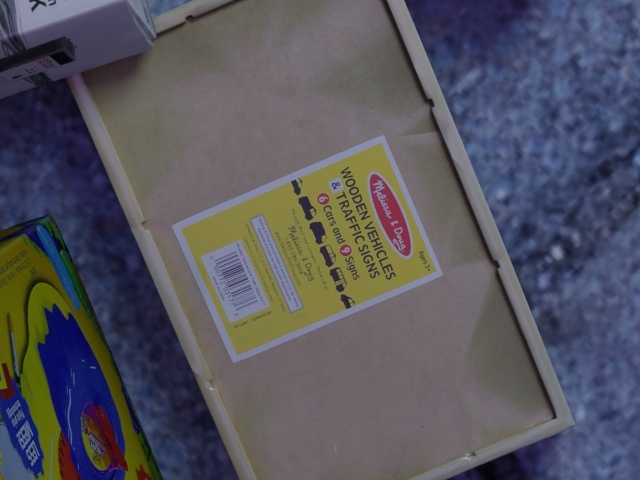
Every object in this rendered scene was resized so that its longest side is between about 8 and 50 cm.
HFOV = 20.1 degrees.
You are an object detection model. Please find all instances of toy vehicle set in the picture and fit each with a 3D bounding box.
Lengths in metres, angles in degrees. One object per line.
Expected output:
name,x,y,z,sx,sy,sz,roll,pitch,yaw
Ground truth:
toy vehicle set,0.000,0.000,0.891,0.166,0.035,0.267,-22,97,4

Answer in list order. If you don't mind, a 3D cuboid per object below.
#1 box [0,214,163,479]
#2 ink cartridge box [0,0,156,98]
box,-0.166,0.161,0.787,0.177,0.290,0.279,-21,97,3
ink cartridge box,-0.157,-0.122,0.848,0.135,0.056,0.099,-18,69,4
